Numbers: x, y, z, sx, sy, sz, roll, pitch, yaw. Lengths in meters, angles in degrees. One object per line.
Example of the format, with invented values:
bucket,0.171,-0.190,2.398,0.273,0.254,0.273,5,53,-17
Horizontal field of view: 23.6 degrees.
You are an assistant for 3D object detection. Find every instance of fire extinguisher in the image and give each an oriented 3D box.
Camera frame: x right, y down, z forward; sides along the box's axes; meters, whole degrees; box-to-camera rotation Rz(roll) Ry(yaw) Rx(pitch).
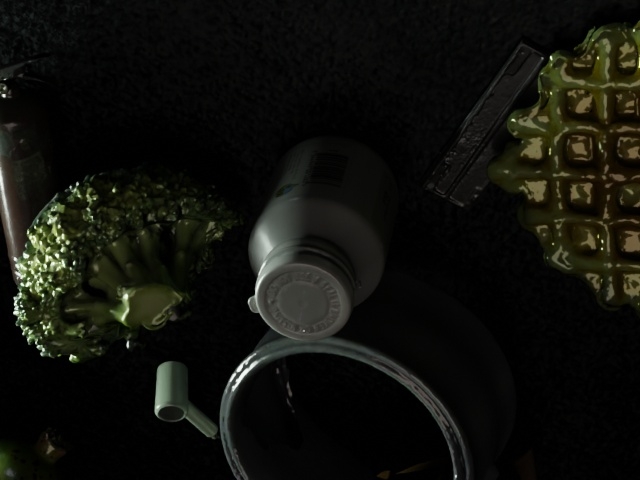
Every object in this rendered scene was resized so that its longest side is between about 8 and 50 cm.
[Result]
fire extinguisher,-0.299,-0.075,1.594,0.089,0.072,0.267,5,124,14

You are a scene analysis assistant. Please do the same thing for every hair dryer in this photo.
hair dryer,-0.147,0.195,1.762,0.038,0.063,0.124,-21,137,21

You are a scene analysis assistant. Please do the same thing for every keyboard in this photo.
keyboard,0.172,-0.111,1.519,0.064,0.010,0.198,28,123,-11

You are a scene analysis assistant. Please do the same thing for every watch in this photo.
watch,0.035,0.213,1.625,0.335,0.314,0.327,-16,106,32

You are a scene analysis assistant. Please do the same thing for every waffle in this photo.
waffle,0.332,-0.065,1.463,0.317,0.073,0.297,42,115,0

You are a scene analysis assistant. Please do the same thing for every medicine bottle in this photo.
medicine bottle,0.000,0.000,1.500,0.135,0.215,0.135,5,124,8

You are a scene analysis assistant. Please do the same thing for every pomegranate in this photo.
pomegranate,-0.359,0.290,1.818,0.130,0.130,0.130,5,124,8

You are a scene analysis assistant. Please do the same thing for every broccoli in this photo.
broccoli,-0.195,0.021,1.570,0.226,0.176,0.198,1,132,4
